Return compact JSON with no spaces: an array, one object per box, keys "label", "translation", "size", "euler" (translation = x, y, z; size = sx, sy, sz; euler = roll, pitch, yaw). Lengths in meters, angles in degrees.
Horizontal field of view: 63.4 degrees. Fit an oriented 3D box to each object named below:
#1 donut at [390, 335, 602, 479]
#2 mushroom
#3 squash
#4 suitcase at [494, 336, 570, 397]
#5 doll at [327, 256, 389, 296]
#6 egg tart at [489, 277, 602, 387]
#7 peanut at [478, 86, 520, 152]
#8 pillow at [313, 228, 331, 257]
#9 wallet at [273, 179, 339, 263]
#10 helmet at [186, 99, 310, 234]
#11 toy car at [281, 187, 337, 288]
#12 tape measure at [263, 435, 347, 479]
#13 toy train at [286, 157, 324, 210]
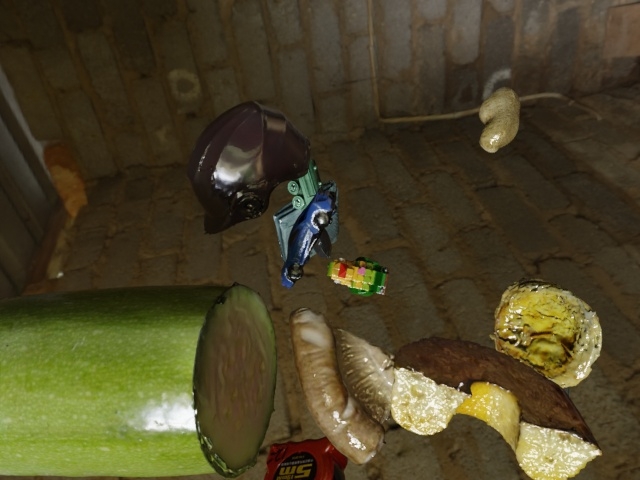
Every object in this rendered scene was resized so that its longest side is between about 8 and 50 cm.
[{"label":"donut","translation":[0.223,0.208,0.694],"size":[0.152,0.259,0.101],"euler":[-41,-33,-64]},{"label":"mushroom","translation":[0.031,0.384,1.457],"size":[0.314,0.397,0.224],"euler":[-55,2,-25]},{"label":"squash","translation":[-0.279,0.193,0.733],"size":[0.263,0.384,0.263],"euler":[-5,-90,-77]},{"label":"suitcase","translation":[0.646,0.367,1.593],"size":[0.283,0.194,0.434],"euler":[81,-161,-80]},{"label":"doll","translation":[0.107,0.098,1.456],"size":[0.134,0.186,0.106],"euler":[3,79,66]},{"label":"egg tart","translation":[0.473,0.187,1.073],"size":[0.252,0.098,0.232],"euler":[-28,63,54]},{"label":"peanut","translation":[0.618,-0.416,1.793],"size":[0.122,0.137,0.253],"euler":[59,-143,-59]},{"label":"pillow","translation":[0.001,0.000,1.270],"size":[0.150,0.048,0.090],"euler":[22,-122,-87]},{"label":"wallet","translation":[-0.030,-0.034,1.727],"size":[0.075,0.237,0.342],"euler":[47,161,26]},{"label":"helmet","translation":[-0.177,-0.168,1.088],"size":[0.177,0.305,0.225],"euler":[54,174,-35]},{"label":"toy car","translation":[-0.031,-0.005,1.014],"size":[0.216,0.063,0.103],"euler":[-61,3,20]},{"label":"tape measure","translation":[-0.052,0.682,1.456],"size":[0.114,0.253,0.260],"euler":[57,-151,-27]},{"label":"toy train","translation":[-0.039,-0.164,1.490],"size":[0.071,0.111,0.170],"euler":[-27,-79,-58]}]
